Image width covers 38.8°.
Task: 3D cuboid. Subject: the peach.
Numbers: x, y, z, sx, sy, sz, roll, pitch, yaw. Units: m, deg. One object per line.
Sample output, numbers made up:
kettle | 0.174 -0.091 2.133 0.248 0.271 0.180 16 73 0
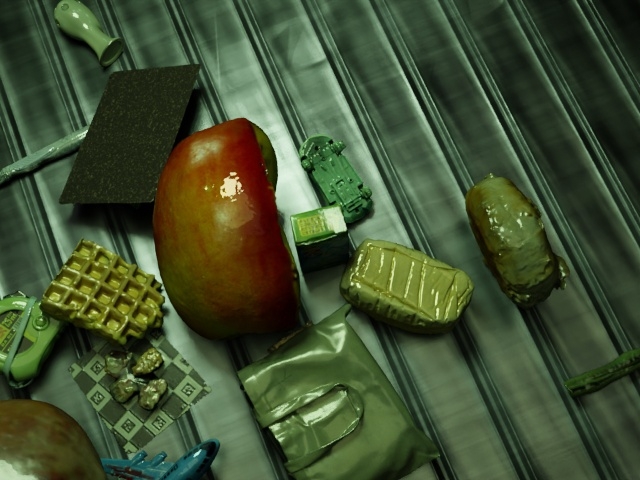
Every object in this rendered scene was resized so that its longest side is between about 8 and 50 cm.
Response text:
peach | -0.176 -0.015 1.620 0.243 0.306 0.380 -6 78 -8

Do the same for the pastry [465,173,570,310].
pastry | 0.349 -0.003 1.632 0.121 0.236 0.257 -24 75 3

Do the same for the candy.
candy | 0.000 0.000 1.658 0.097 0.194 0.062 -14 72 -3

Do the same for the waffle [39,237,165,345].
waffle | -0.386 0.108 1.673 0.211 0.055 0.160 28 51 -3

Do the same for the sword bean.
sword bean | 0.568 0.218 1.662 0.269 0.038 0.043 -27 99 -7

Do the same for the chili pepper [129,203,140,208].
chili pepper | -0.361 -0.108 1.787 0.034 0.030 0.091 18 75 -19

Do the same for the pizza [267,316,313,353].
pizza | -0.032 0.210 1.686 0.100 0.029 0.099 -37 84 -7

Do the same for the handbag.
handbag | 0.025 0.305 1.608 0.253 0.109 0.315 -29 81 -11

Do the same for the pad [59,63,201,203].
pad | -0.366 -0.208 1.757 0.220 0.004 0.330 1 59 24

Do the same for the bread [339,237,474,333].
bread | 0.156 0.090 1.671 0.236 0.106 0.140 21 67 6

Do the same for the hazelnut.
hazelnut | -0.529 0.440 1.475 0.366 0.366 0.365 0 73 1

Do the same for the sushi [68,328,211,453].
sushi | -0.341 0.255 1.669 0.193 0.040 0.210 -40 76 -10

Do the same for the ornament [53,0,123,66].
ornament | -0.480 -0.434 1.868 0.156 0.081 0.074 41 115 11

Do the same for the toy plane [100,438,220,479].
toy plane | -0.274 0.446 1.577 0.271 0.105 0.254 -42 77 -12

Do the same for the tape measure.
tape measure | -0.556 0.176 1.673 0.154 0.087 0.177 28 72 -5

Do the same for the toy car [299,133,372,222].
toy car | 0.029 -0.122 1.766 0.093 0.058 0.186 -33 87 -9

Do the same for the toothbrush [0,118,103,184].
toothbrush | -0.573 -0.155 1.803 0.414 0.042 0.035 -29 74 -9
